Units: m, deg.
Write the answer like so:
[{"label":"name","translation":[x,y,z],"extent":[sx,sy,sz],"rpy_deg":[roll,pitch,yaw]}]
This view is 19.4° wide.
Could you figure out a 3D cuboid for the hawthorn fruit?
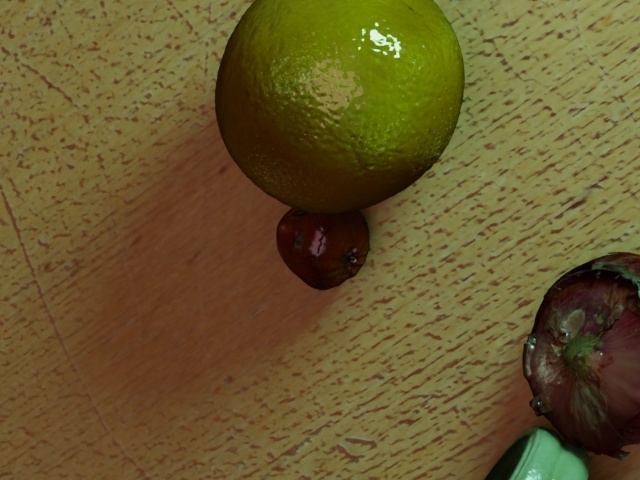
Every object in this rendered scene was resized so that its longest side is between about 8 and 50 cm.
[{"label":"hawthorn fruit","translation":[0.000,0.000,1.782],"extent":[0.093,0.093,0.093],"rpy_deg":[4,101,19]}]

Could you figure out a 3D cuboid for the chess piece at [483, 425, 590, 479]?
[{"label":"chess piece","translation":[0.265,0.325,1.702],"extent":[0.299,0.194,0.194],"rpy_deg":[35,110,1]}]

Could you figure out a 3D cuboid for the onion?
[{"label":"onion","translation":[0.275,0.102,1.675],"extent":[0.184,0.147,0.184],"rpy_deg":[-25,61,56]}]

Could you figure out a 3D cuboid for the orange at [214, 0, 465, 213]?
[{"label":"orange","translation":[0.017,-0.136,1.674],"extent":[0.236,0.236,0.236],"rpy_deg":[4,101,19]}]
